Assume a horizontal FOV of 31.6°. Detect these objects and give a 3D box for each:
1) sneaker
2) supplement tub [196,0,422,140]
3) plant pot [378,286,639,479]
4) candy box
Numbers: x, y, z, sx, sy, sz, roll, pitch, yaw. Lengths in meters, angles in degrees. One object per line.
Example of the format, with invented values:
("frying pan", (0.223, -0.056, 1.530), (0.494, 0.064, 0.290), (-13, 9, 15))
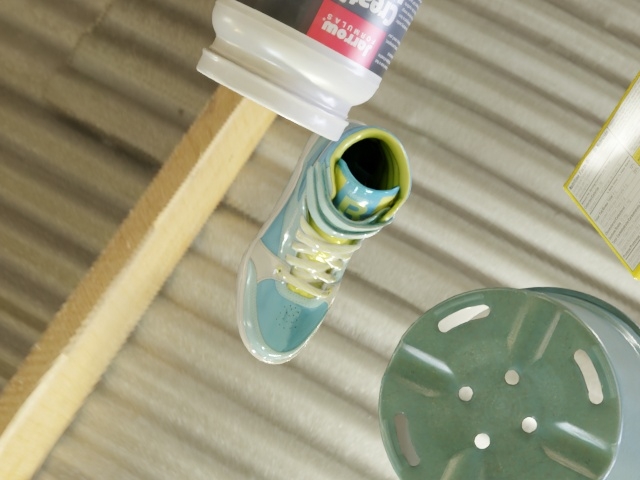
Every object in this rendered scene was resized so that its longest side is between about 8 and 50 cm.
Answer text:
("sneaker", (0.000, 0.000, 1.316), (0.127, 0.208, 0.319), (21, -93, -13))
("supplement tub", (0.006, -0.260, 1.170), (0.191, 0.191, 0.272), (28, -84, 4))
("plant pot", (0.229, 0.198, 1.297), (0.341, 0.334, 0.341), (-4, -102, 19))
("candy box", (0.253, -0.080, 0.791), (0.027, 0.206, 0.105), (4, -139, -30))
